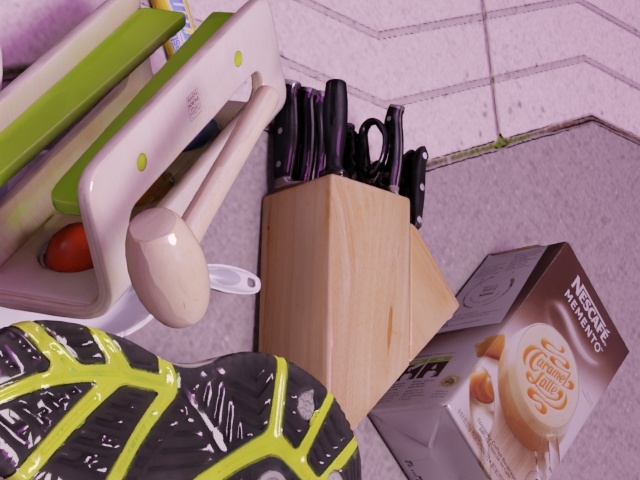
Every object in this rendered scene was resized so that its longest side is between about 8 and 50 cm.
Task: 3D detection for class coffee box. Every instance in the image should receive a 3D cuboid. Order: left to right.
[{"bbox_3d":[0.169,0.128,1.421,0.246,0.098,0.141,-49,115,-40],"label":"coffee box"}]

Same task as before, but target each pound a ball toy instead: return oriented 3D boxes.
[{"bbox_3d":[-0.109,-0.044,1.051,0.319,0.208,0.136,-56,146,-48],"label":"pound a ball toy"}]

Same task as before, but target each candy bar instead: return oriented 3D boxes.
[{"bbox_3d":[-0.115,-0.172,1.263,0.040,0.018,0.162,-21,95,-45],"label":"candy bar"}]

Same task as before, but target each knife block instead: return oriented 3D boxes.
[{"bbox_3d":[0.000,0.000,1.287,0.275,0.088,0.242,-44,109,-42],"label":"knife block"}]

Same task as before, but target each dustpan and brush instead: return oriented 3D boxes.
[{"bbox_3d":[-0.140,0.019,1.163,0.211,0.060,0.147,16,70,-42],"label":"dustpan and brush"}]

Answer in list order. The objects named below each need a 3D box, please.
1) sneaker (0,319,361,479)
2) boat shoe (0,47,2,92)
[{"bbox_3d":[-0.121,0.144,1.094,0.384,0.147,0.145,27,61,-40],"label":"sneaker"},{"bbox_3d":[-0.287,-0.044,1.017,0.095,0.079,0.255,34,61,-38],"label":"boat shoe"}]
